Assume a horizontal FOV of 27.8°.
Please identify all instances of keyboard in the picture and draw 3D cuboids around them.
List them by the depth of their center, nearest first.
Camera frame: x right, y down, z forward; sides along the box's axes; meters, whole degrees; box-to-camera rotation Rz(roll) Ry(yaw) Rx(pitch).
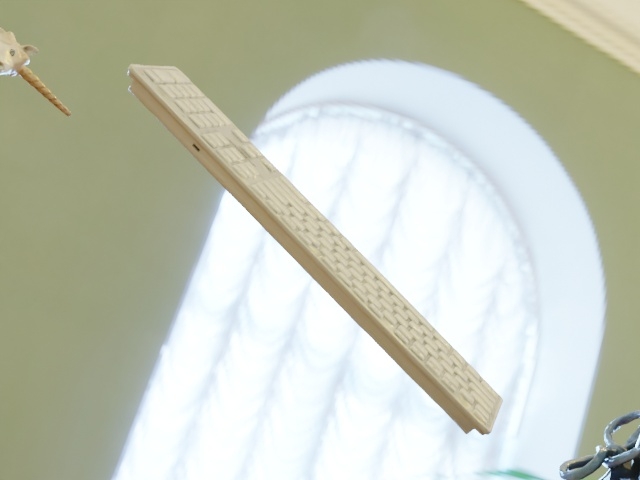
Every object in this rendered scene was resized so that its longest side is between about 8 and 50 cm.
[{"bbox_3d":[0.000,0.000,0.671,0.256,0.014,0.072,46,20,4],"label":"keyboard"}]

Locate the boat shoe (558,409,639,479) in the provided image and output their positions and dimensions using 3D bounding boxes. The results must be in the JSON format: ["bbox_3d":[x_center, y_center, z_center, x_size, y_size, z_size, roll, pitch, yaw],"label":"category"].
[{"bbox_3d":[0.148,0.135,0.586,0.089,0.258,0.109,10,-3,38],"label":"boat shoe"}]

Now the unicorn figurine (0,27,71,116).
[{"bbox_3d":[-0.221,-0.101,0.651,0.162,0.060,0.111,4,1,13],"label":"unicorn figurine"}]
